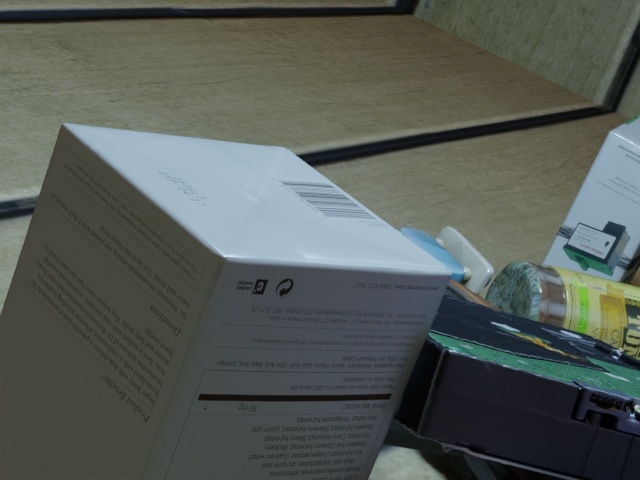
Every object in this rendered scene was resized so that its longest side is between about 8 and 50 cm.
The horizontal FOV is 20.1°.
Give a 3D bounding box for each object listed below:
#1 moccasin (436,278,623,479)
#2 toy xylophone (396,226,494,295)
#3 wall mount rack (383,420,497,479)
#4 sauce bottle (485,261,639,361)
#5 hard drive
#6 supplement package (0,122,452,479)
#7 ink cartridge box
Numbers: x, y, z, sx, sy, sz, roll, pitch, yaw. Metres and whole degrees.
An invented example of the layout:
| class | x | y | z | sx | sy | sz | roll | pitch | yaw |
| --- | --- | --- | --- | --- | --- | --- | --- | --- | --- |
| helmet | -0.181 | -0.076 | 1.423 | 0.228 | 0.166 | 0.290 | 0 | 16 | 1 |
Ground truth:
| class | x | y | z | sx | sy | sz | roll | pitch | yaw |
| --- | --- | --- | --- | --- | --- | --- | --- | --- | --- |
| moccasin | 0.201 | 0.157 | 1.499 | 0.147 | 0.139 | 0.380 | 4 | 25 | -46 |
| toy xylophone | 0.000 | 0.000 | 1.829 | 0.323 | 0.081 | 0.236 | 9 | 21 | -35 |
| wall mount rack | -0.022 | 0.128 | 1.368 | 0.350 | 0.130 | 0.304 | 12 | 23 | -27 |
| sauce bottle | 0.337 | 0.103 | 1.864 | 0.344 | 0.111 | 0.111 | 11 | 20 | -24 |
| hard drive | 0.131 | 0.094 | 1.206 | 0.237 | 0.064 | 0.339 | 16 | 4 | -15 |
| supplement package | -0.084 | 0.103 | 1.069 | 0.175 | 0.293 | 0.177 | 4 | 25 | -42 |
| ink cartridge box | 0.333 | -0.020 | 2.050 | 0.093 | 0.219 | 0.160 | 29 | 20 | 13 |
